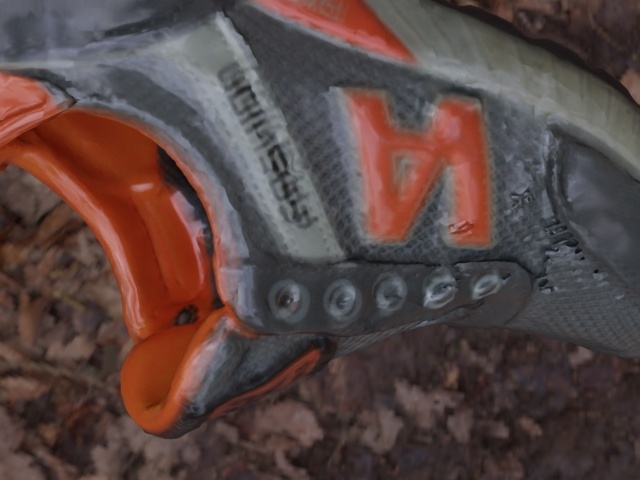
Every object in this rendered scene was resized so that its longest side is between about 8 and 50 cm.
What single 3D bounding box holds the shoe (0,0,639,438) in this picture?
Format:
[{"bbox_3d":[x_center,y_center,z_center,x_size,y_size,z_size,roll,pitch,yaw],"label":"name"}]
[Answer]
[{"bbox_3d":[0.000,0.000,0.549,0.336,0.171,0.132,28,160,-22],"label":"shoe"}]
